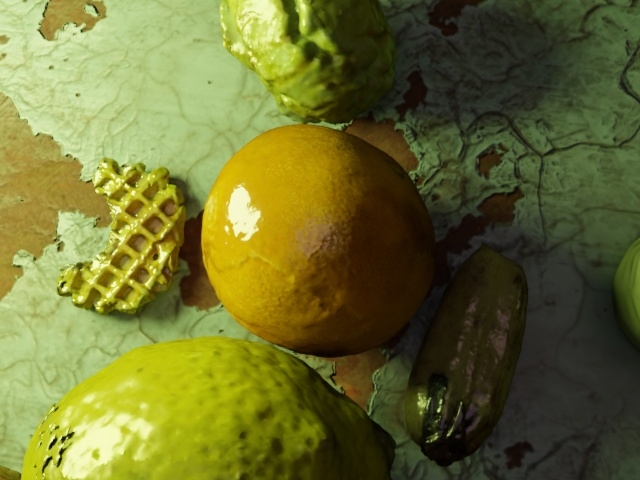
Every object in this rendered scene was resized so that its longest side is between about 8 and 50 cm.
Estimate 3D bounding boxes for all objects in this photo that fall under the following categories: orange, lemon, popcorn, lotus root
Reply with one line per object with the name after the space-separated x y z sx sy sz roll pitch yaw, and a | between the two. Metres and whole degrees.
0.000 0.000 0.997 0.261 0.261 0.261 -1 81 5 | orange
-0.109 0.262 0.923 0.387 0.350 0.349 -21 79 -13 | lemon
-0.011 -0.239 1.060 0.184 0.204 0.221 -36 99 24 | popcorn
0.169 0.130 1.044 0.110 0.097 0.258 22 76 1 | lotus root

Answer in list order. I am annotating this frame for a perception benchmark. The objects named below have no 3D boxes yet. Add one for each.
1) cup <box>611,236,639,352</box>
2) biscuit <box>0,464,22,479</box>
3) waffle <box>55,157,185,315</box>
0.402 0.092 0.971 0.173 0.202 0.255 14 83 7 | cup
-0.475 0.422 1.068 0.368 0.076 0.394 26 87 5 | biscuit
-0.244 -0.004 1.123 0.149 0.051 0.194 6 82 5 | waffle
